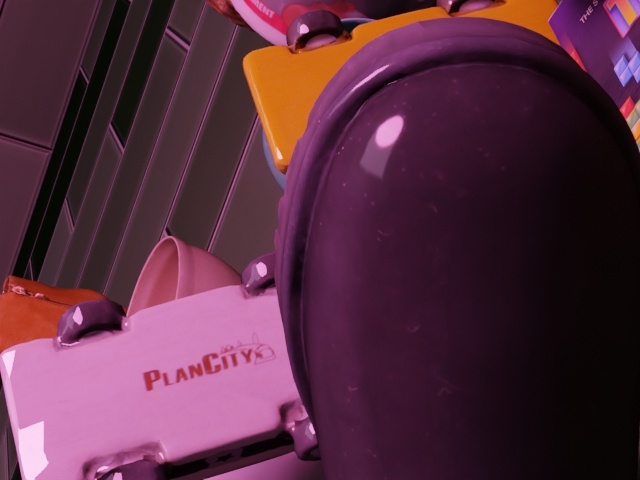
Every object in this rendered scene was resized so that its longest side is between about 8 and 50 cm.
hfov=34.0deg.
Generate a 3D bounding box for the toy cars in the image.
[{"bbox_3d":[0.000,0.000,0.566,0.394,0.176,0.087,-55,-17,-24],"label":"toy cars"}]

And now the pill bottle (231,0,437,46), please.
[{"bbox_3d":[0.041,-0.267,0.677,0.318,0.176,0.176,121,157,-63],"label":"pill bottle"}]

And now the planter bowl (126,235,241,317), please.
[{"bbox_3d":[-0.108,0.088,0.947,0.162,0.109,0.162,-49,32,45],"label":"planter bowl"}]

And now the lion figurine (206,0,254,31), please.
[{"bbox_3d":[-0.002,-0.320,0.930,0.392,0.240,0.142,-26,66,40],"label":"lion figurine"}]

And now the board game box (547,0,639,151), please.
[{"bbox_3d":[0.188,-0.126,0.485,0.170,0.048,0.141,-57,28,34],"label":"board game box"}]

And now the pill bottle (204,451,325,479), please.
[{"bbox_3d":[-0.093,0.283,0.673,0.188,0.187,0.334,0,74,67],"label":"pill bottle"}]

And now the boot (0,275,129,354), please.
[{"bbox_3d":[-0.270,0.144,1.153,0.104,0.211,0.295,-66,24,19],"label":"boot"}]

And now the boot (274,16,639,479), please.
[{"bbox_3d":[0.086,0.191,0.278,0.445,0.146,0.367,-102,7,-55],"label":"boot"}]

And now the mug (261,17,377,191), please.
[{"bbox_3d":[0.036,-0.075,0.727,0.097,0.157,0.129,-49,56,50],"label":"mug"}]
